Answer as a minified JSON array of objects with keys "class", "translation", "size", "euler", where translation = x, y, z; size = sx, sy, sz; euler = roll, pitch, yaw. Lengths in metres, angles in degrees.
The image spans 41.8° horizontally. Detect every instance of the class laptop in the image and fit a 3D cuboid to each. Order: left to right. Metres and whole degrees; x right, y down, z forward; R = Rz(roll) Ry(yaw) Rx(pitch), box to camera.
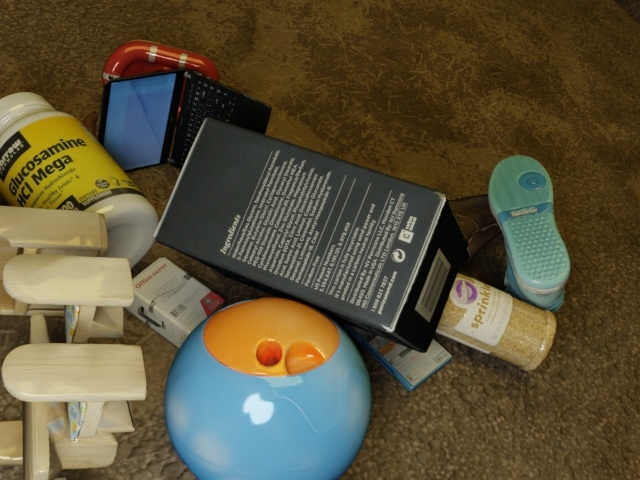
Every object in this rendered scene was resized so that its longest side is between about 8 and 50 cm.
[{"class":"laptop","translation":[-0.255,-0.179,1.535],"size":[0.265,0.234,0.136],"euler":[25,45,3]}]

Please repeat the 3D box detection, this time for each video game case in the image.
[{"class":"video game case","translation":[0.139,0.181,1.498],"size":[0.166,0.015,0.119],"euler":[43,48,21]}]

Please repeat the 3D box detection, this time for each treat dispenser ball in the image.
[{"class":"treat dispenser ball","translation":[-0.072,0.222,1.174],"size":[0.288,0.288,0.288],"euler":[11,44,-11]}]

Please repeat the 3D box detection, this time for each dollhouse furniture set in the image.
[{"class":"dollhouse furniture set","translation":[-0.399,0.146,1.058],"size":[0.257,0.362,0.394],"euler":[3,45,-23]}]

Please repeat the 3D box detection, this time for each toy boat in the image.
[{"class":"toy boat","translation":[-0.322,-0.306,1.681],"size":[0.231,0.150,0.151],"euler":[12,25,-9]}]

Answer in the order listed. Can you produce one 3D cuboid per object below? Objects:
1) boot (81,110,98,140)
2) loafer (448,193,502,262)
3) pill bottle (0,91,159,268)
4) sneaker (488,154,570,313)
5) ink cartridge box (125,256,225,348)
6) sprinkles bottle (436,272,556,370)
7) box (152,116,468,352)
[{"class":"boot","translation":[-0.418,-0.194,1.628],"size":[0.114,0.037,0.106],"euler":[23,56,6]},{"class":"loafer","translation":[0.279,-0.019,1.697],"size":[0.366,0.134,0.130],"euler":[-7,87,-30]},{"class":"pill bottle","translation":[-0.437,-0.096,1.415],"size":[0.188,0.187,0.334],"euler":[-24,60,-38]},{"class":"sneaker","translation":[0.397,0.005,1.632],"size":[0.127,0.208,0.318],"euler":[-6,54,7]},{"class":"ink cartridge box","translation":[-0.244,0.104,1.390],"size":[0.135,0.056,0.099],"euler":[34,44,12]},{"class":"sprinkles bottle","translation":[0.240,0.116,1.510],"size":[0.356,0.121,0.121],"euler":[23,43,-5]},{"class":"box","translation":[0.000,0.000,1.318],"size":[0.396,0.293,0.211],"euler":[19,83,19]}]
